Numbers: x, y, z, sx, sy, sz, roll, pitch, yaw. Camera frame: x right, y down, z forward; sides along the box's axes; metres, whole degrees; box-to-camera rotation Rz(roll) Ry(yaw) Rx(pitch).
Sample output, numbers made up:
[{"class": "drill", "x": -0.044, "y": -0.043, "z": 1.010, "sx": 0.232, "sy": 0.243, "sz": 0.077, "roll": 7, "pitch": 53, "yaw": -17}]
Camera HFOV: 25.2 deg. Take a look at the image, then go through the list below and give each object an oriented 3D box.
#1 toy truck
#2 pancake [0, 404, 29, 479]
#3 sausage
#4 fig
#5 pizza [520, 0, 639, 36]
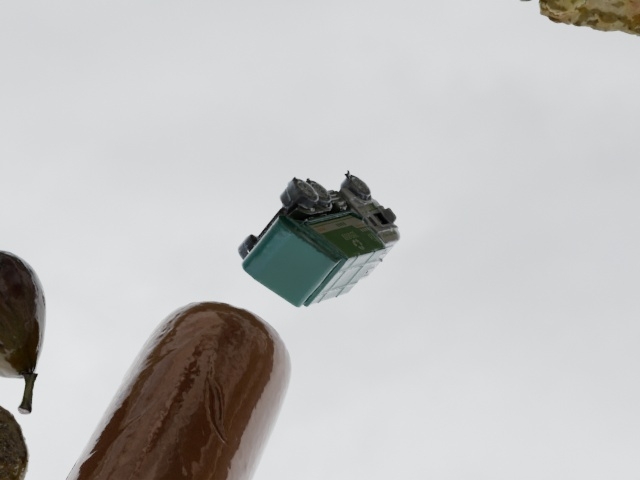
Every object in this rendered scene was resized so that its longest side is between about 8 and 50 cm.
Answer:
[{"class": "toy truck", "x": 0.000, "y": 0.000, "z": 1.685, "sx": 0.124, "sy": 0.114, "sz": 0.253, "roll": 48, "pitch": -155, "yaw": 16}, {"class": "pancake", "x": -0.404, "y": 0.238, "z": 1.651, "sx": 0.028, "sy": 0.158, "sz": 0.158, "roll": -37, "pitch": -168, "yaw": 33}, {"class": "sausage", "x": -0.113, "y": 0.170, "z": 1.014, "sx": 0.121, "sy": 0.121, "sz": 0.304, "roll": 7, "pitch": -142, "yaw": 15}, {"class": "fig", "x": -0.232, "y": 0.071, "z": 1.053, "sx": 0.089, "sy": 0.089, "sz": 0.125, "roll": -26, "pitch": -104, "yaw": -35}, {"class": "pizza", "x": 0.203, "y": -0.194, "z": 0.926, "sx": 0.229, "sy": 0.081, "sz": 0.289, "roll": -17, "pitch": -133, "yaw": -36}]
